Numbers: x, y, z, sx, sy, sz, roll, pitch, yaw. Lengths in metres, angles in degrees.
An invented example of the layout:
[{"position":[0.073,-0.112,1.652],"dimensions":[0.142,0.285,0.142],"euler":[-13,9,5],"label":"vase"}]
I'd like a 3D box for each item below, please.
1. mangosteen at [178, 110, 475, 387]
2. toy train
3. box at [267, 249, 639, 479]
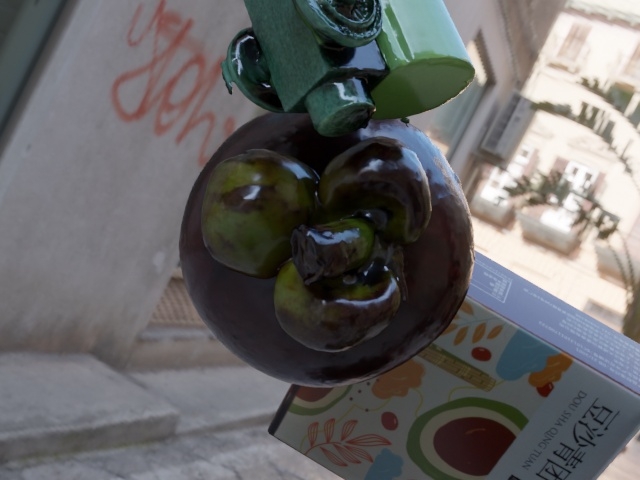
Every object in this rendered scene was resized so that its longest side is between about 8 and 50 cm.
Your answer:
[{"position":[0.000,0.000,0.641],"dimensions":[0.215,0.215,0.257],"euler":[27,1,8],"label":"mangosteen"},{"position":[0.004,-0.181,0.570],"dimensions":[0.157,0.105,0.253],"euler":[-7,68,-39],"label":"toy train"},{"position":[0.173,0.202,1.198],"dimensions":[0.385,0.344,0.122],"euler":[30,30,6],"label":"box"}]
